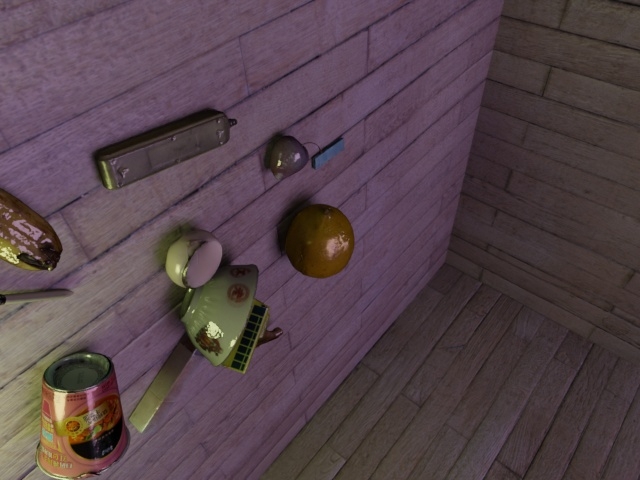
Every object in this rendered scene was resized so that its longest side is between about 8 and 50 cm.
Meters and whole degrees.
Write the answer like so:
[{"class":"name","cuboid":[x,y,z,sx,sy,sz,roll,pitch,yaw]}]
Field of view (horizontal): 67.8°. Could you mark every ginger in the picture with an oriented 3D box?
[{"class":"ginger","cuboid":[-0.279,0.363,1.864,0.166,0.080,0.333,-42,152,0]}]

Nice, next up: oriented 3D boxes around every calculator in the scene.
[{"class":"calculator","cuboid":[0.030,-0.320,1.761,0.172,0.018,0.057,-41,148,-31]}]

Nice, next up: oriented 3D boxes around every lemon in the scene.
[{"class":"lemon","cuboid":[0.000,0.000,1.767,0.258,0.258,0.310,-34,146,-39]}]

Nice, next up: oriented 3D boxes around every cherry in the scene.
[{"class":"cherry","cuboid":[-0.089,-0.256,1.534,0.188,0.115,0.148,28,73,-68]}]

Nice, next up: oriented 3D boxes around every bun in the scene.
[{"class":"bun","cuboid":[-0.370,0.046,1.357,0.173,0.120,0.173,-49,154,-33]}]

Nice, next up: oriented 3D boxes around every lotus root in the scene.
[{"class":"lotus root","cuboid":[-0.609,-0.029,0.923,0.110,0.097,0.258,-55,145,-23]}]

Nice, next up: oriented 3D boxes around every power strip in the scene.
[{"class":"power strip","cuboid":[-0.359,-0.237,1.166,0.387,0.066,0.092,-33,141,-36]}]

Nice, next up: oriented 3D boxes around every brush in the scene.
[{"class":"brush","cuboid":[-0.675,0.124,1.032,0.299,0.042,0.039,-2,118,-62]}]

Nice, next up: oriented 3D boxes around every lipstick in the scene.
[{"class":"lipstick","cuboid":[-0.497,0.466,1.602,0.371,0.079,0.076,-56,153,-4]}]

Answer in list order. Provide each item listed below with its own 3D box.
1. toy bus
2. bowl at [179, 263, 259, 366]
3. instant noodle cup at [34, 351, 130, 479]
[{"class":"toy bus","cuboid":[-0.276,0.323,1.667,0.128,0.150,0.262,134,-23,-72]},{"class":"bowl","cuboid":[-0.334,0.202,1.467,0.157,0.337,0.337,24,98,-21]},{"class":"instant noodle cup","cuboid":[-0.623,0.441,1.241,0.244,0.244,0.255,-21,125,-50]}]
